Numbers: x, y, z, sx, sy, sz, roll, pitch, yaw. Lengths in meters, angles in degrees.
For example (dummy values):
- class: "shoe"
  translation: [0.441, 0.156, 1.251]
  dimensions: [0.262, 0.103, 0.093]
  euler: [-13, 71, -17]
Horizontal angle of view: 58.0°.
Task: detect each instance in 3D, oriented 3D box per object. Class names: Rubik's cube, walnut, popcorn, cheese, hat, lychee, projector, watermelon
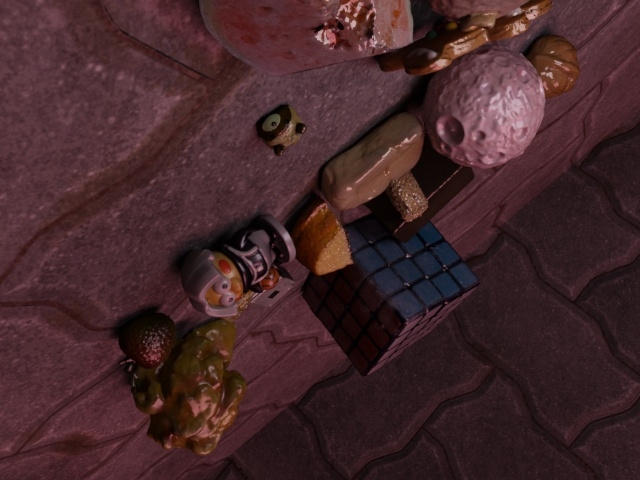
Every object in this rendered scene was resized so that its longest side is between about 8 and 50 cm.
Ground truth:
- class: "Rubik's cube"
  translation: [0.198, 0.138, 1.742]
  dimensions: [0.337, 0.344, 0.344]
  euler: [-25, 157, -35]
- class: "walnut"
  translation: [0.585, -0.442, 1.476]
  dimensions: [0.166, 0.149, 0.167]
  euler: [-17, 117, -36]
- class: "popcorn"
  translation: [-0.310, 0.382, 1.479]
  dimensions: [0.321, 0.290, 0.326]
  euler: [-33, 140, -9]
- class: "cheese"
  translation: [0.117, -0.174, 1.303]
  dimensions: [0.263, 0.093, 0.159]
  euler: [-37, 157, -1]
- class: "hat"
  translation: [-0.063, -0.190, 1.007]
  dimensions: [0.077, 0.059, 0.076]
  euler: [-39, 165, -13]
- class: "lychee"
  translation: [-0.378, 0.222, 1.252]
  dimensions: [0.146, 0.114, 0.114]
  euler: [-47, 164, -21]
- class: "projector"
  translation: [-0.139, 0.123, 1.531]
  dimensions: [0.115, 0.061, 0.147]
  euler: [-43, 160, 6]
- class: "watermelon"
  translation: [-0.027, -0.321, 0.707]
  dimensions: [0.321, 0.188, 0.175]
  euler: [16, 78, -58]

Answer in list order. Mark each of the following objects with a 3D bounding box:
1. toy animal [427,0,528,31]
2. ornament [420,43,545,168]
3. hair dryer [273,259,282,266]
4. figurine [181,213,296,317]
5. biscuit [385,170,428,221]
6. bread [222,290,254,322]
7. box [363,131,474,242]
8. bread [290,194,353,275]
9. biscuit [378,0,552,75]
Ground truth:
- class: "toy animal"
  translation: [0.248, -0.432, 0.831]
  dimensions: [0.226, 0.188, 0.358]
  euler: [-43, 167, 0]
- class: "ornament"
  translation: [0.338, -0.278, 1.229]
  dimensions: [0.225, 0.259, 0.259]
  euler: [-36, 161, -34]
- class: "hair dryer"
  translation: [-0.096, 0.029, 1.471]
  dimensions: [0.079, 0.031, 0.083]
  euler: [-32, 147, 5]
- class: "figurine"
  translation: [-0.175, 0.064, 1.213]
  dimensions: [0.236, 0.133, 0.176]
  euler: [-34, 126, -26]
- class: "biscuit"
  translation: [0.196, -0.129, 1.422]
  dimensions: [0.082, 0.169, 0.070]
  euler: [-25, 166, -21]
- class: "bread"
  translation: [-0.227, 0.129, 1.329]
  dimensions: [0.110, 0.103, 0.156]
  euler: [-19, 145, -54]
- class: "box"
  translation: [0.258, -0.141, 1.541]
  dimensions: [0.273, 0.143, 0.184]
  euler: [-45, 159, 11]
- class: "bread"
  translation: [-0.006, 0.007, 1.407]
  dimensions: [0.134, 0.129, 0.260]
  euler: [-38, 157, -5]
- class: "biscuit"
  translation: [0.264, -0.379, 1.025]
  dimensions: [0.339, 0.216, 0.047]
  euler: [-27, 117, -11]
